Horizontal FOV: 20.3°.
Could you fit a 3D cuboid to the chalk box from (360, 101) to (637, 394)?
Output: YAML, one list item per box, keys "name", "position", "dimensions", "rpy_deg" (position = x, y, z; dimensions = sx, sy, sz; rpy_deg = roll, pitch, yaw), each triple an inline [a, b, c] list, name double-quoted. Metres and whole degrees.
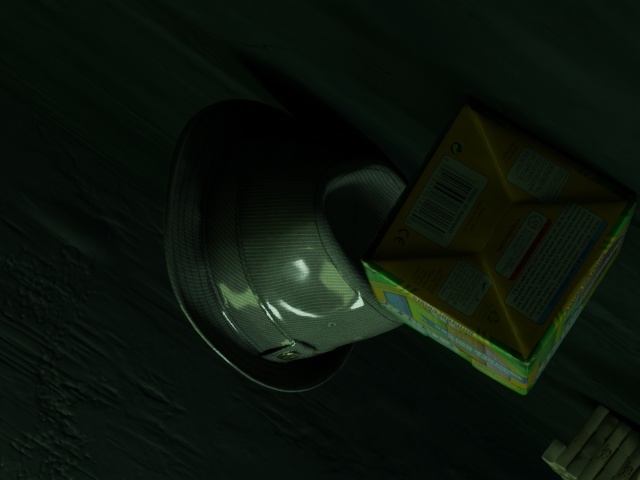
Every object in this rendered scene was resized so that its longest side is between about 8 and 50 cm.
- name: "chalk box"
  position: [0.123, 0.015, 1.226]
  dimensions: [0.132, 0.132, 0.213]
  rpy_deg: [32, 174, 12]

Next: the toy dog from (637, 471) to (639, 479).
- name: "toy dog"
  position: [0.498, 0.404, 1.683]
  dimensions: [0.408, 0.285, 0.395]
  rpy_deg: [27, -176, 39]

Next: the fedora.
- name: "fedora"
  position: [0.000, 0.000, 1.494]
  dimensions: [0.124, 0.244, 0.275]
  rpy_deg: [-7, 151, 31]

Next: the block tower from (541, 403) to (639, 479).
- name: "block tower"
  position: [0.416, 0.319, 2.046]
  dimensions: [0.335, 0.097, 0.091]
  rpy_deg: [36, 174, 25]
